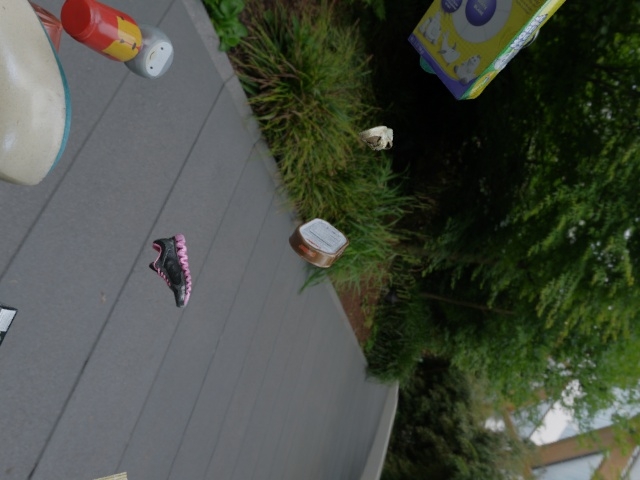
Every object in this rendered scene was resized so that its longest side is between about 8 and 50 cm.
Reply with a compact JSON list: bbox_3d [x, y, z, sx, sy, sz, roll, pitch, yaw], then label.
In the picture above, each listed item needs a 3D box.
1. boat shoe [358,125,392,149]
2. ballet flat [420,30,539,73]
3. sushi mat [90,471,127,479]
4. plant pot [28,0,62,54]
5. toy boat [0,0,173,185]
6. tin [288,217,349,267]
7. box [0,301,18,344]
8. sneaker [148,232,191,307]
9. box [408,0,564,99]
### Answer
[{"bbox_3d":[0.123,-0.214,0.896,0.135,0.050,0.045,-18,100,-57],"label":"boat shoe"},{"bbox_3d":[0.269,-0.335,0.721,0.074,0.203,0.074,-2,92,-42],"label":"ballet flat"},{"bbox_3d":[-0.532,0.563,0.811,0.019,0.317,0.151,-45,-129,44],"label":"sushi mat"},{"bbox_3d":[-0.633,-0.331,0.800,0.265,0.272,0.272,-60,171,20],"label":"plant pot"},{"bbox_3d":[-0.357,-0.216,0.556,0.148,0.319,0.267,-22,99,-73],"label":"toy boat"},{"bbox_3d":[0.000,0.000,0.919,0.040,0.106,0.190,-60,171,21],"label":"tin"},{"bbox_3d":[-0.768,0.190,0.885,0.051,0.220,0.175,58,50,-69],"label":"box"},{"bbox_3d":[-0.228,0.047,0.643,0.047,0.057,0.119,-49,-128,54],"label":"sneaker"},{"bbox_3d":[0.182,-0.249,0.439,0.043,0.105,0.179,-19,160,-39],"label":"box"}]
